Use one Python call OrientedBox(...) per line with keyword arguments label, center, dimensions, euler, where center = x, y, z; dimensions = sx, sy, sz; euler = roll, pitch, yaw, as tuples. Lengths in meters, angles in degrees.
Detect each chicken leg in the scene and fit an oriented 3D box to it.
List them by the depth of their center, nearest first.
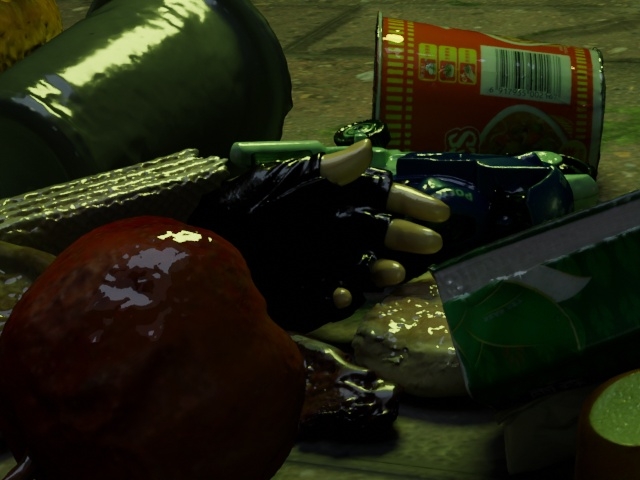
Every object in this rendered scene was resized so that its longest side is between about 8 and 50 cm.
OrientedBox(label="chicken leg", center=(-0.021, 0.102, 1.471), dimensions=(0.093, 0.053, 0.205), euler=(-35, 28, -27))

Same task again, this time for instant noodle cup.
OrientedBox(label="instant noodle cup", center=(0.153, -0.121, 1.869), dimensions=(0.212, 0.193, 0.193), euler=(2, 20, 0))

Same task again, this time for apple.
OrientedBox(label="apple", center=(0.206, 0.135, 1.241), dimensions=(0.102, 0.099, 0.114), euler=(0, 50, 30))

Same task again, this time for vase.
OrientedBox(label="vase", center=(-0.205, -0.114, 1.863), dimensions=(0.245, 0.245, 0.291), euler=(7, 28, 32))

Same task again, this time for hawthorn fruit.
OrientedBox(label="hawthorn fruit", center=(-0.139, 0.108, 1.303), dimensions=(0.243, 0.207, 0.207), euler=(-35, 30, -20))

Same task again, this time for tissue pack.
OrientedBox(label="tissue pack", center=(0.202, 0.060, 1.333), dimensions=(0.209, 0.156, 0.148), euler=(-20, -19, 10))

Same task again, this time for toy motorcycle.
OrientedBox(label="toy motorcycle", center=(0.086, -0.029, 1.701), dimensions=(0.331, 0.125, 0.196), euler=(-5, 19, -8))

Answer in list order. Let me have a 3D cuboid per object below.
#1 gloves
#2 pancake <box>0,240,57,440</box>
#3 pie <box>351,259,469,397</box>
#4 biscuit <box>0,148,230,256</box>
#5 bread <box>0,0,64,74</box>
OrientedBox(label="gloves", center=(0.000, 0.000, 1.570), dimensions=(0.203, 0.164, 0.124), euler=(-9, 28, -7))
OrientedBox(label="pancake", center=(-0.293, 0.081, 1.527), dimensions=(0.250, 0.031, 0.250), euler=(-5, 41, 5))
OrientedBox(label="pie", center=(0.133, 0.063, 1.522), dimensions=(0.185, 0.052, 0.218), euler=(5, 21, 32))
OrientedBox(label="biscuit", center=(-0.185, -0.001, 1.702), dimensions=(0.239, 0.108, 0.062), euler=(-17, 33, -29))
OrientedBox(label="bread", center=(-0.430, -0.157, 2.059), dimensions=(0.398, 0.215, 0.398), euler=(-3, 15, 1))
